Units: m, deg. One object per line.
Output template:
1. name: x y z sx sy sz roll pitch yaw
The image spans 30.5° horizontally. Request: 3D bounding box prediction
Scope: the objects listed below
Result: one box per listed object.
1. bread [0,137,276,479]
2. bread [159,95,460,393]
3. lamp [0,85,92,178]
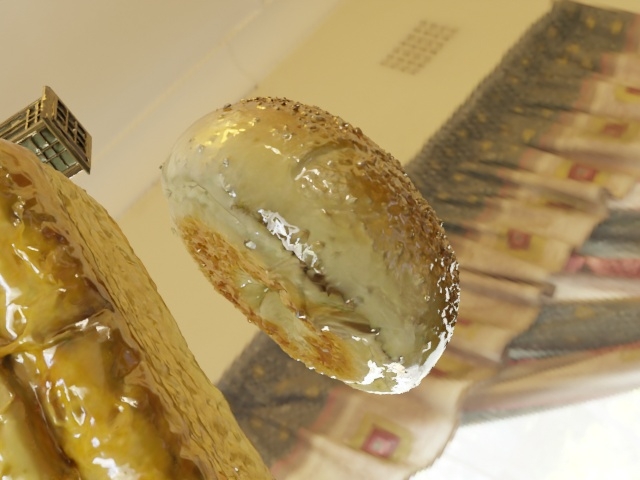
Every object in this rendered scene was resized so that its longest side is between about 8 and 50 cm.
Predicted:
1. bread: -0.069 0.070 0.373 0.083 0.211 0.114 -35 -14 -2
2. bread: 0.000 0.000 0.991 0.159 0.305 0.305 -45 -36 -14
3. lamp: -0.414 -0.046 1.331 0.325 0.090 0.089 -31 -58 8
